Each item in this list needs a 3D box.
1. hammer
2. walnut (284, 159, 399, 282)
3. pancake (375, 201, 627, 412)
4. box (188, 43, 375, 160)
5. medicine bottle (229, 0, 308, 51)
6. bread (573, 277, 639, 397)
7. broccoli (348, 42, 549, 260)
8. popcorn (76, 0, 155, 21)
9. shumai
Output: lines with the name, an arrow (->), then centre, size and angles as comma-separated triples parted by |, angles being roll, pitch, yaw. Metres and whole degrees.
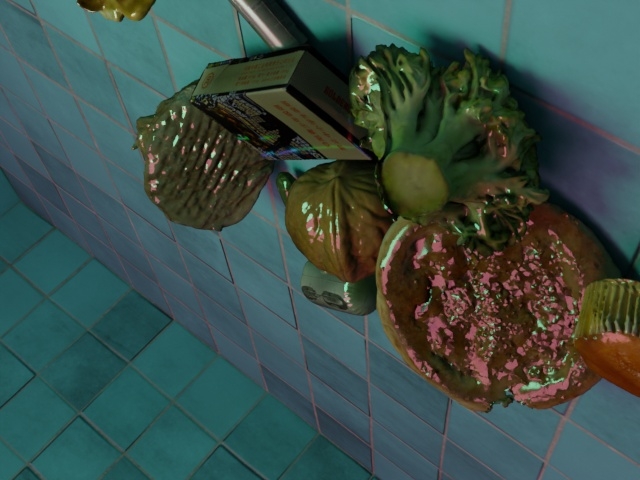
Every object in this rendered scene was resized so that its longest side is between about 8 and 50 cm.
hammer -> 0.000, 0.000, 1.636 | 0.206, 0.119, 0.335 | 7, 130, 54
walnut -> 0.049, -0.042, 1.357 | 0.228, 0.228, 0.228 | 35, 155, 19
pancake -> 0.263, 0.100, 1.192 | 0.382, 0.071, 0.382 | 8, 114, 18
box -> -0.055, -0.213, 1.310 | 0.198, 0.084, 0.310 | 34, 165, -34
medicine bottle -> -0.103, -0.368, 1.243 | 0.199, 0.057, 0.057 | 48, 156, -10
bread -> 0.423, 0.136, 1.040 | 0.190, 0.114, 0.132 | 27, 155, -11
broccoli -> 0.150, -0.114, 1.011 | 0.288, 0.245, 0.248 | 17, 111, 9
popcorn -> -0.304, -0.469, 1.246 | 0.191, 0.190, 0.253 | 35, 118, -10
shumai -> -0.240, -0.214, 1.619 | 0.262, 0.267, 0.314 | -118, 34, -50
